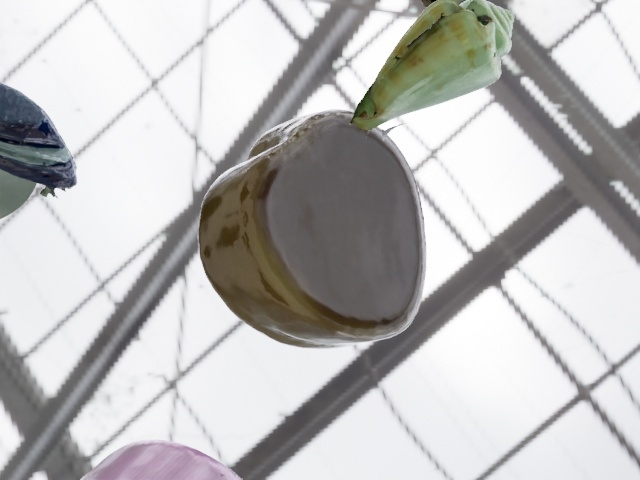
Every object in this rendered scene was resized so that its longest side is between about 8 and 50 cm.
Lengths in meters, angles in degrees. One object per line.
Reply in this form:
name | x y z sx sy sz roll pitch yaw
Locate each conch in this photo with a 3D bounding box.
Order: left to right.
conch | 0.092 -0.150 1.332 0.170 0.106 0.079 -36 -119 5

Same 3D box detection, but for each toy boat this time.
toy boat | -0.386 -0.063 1.675 0.291 0.220 0.067 128 -23 -48

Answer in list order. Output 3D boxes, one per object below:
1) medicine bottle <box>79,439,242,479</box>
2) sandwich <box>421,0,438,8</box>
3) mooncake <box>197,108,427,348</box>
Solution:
medicine bottle | -0.181 0.316 1.192 0.202 0.316 0.202 15 -58 25
sandwich | 0.115 -0.290 1.638 0.026 0.069 0.101 -6 -90 18
mooncake | 0.000 0.000 1.502 0.117 0.235 0.234 -18 -99 47
